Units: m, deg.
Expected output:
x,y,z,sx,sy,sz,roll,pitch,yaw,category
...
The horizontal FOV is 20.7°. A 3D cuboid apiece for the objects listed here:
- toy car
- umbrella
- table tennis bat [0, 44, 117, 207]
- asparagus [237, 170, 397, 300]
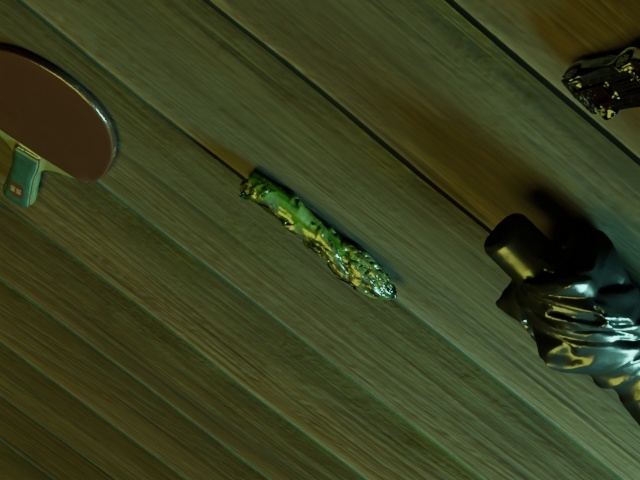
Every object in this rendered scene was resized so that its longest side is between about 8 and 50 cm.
x,y,z,sx,sy,sz,roll,pitch,yaw,category
0.189,-0.100,1.089,0.041,0.025,0.093,41,157,-21,toy car
0.224,0.081,1.289,0.272,0.110,0.122,40,-172,-14,umbrella
-0.264,-0.095,1.621,0.154,0.021,0.274,33,153,-1,table tennis bat
0.000,0.000,1.479,0.165,0.030,0.036,40,130,-11,asparagus
